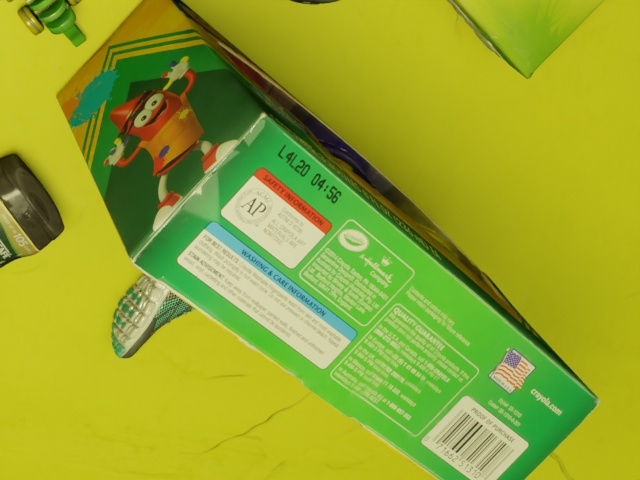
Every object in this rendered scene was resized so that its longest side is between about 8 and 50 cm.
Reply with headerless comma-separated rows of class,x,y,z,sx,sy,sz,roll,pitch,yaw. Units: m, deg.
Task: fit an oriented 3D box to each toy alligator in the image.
toy alligator,-0.269,-0.243,1.260,0.056,0.051,0.190,-37,122,-1

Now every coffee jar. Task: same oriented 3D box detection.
coffee jar,-0.341,0.000,1.337,0.184,0.079,0.096,-34,122,-3

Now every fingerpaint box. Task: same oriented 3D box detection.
fingerpaint box,0.000,0.000,1.293,0.163,0.371,0.445,-47,120,6

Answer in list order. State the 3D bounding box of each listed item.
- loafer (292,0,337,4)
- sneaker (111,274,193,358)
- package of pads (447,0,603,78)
loafer,-0.073,-0.277,1.302,0.223,0.078,0.076,18,107,-27
sneaker,-0.152,0.059,1.448,0.076,0.065,0.166,28,104,-33
package of pads,0.185,-0.337,1.354,0.229,0.101,0.296,-45,125,4
